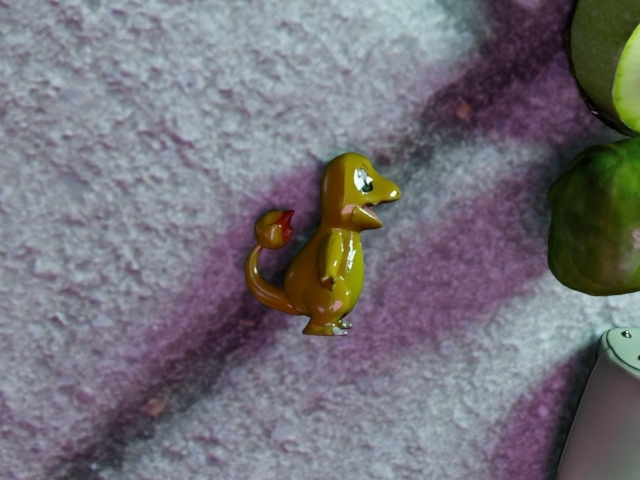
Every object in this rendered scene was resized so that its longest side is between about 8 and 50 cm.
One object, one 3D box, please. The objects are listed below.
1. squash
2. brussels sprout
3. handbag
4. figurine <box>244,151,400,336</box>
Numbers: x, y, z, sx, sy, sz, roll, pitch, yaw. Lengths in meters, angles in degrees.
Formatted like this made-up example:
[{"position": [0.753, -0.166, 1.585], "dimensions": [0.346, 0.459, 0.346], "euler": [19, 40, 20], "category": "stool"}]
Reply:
[{"position": [0.352, -0.186, 1.240], "dimensions": [0.220, 0.133, 0.220], "euler": [-8, 117, -16], "category": "squash"}, {"position": [0.291, -0.024, 1.255], "dimensions": [0.144, 0.180, 0.161], "euler": [17, 117, -12], "category": "brussels sprout"}, {"position": [0.369, 0.250, 1.424], "dimensions": [0.241, 0.109, 0.315], "euler": [4, 112, -9], "category": "handbag"}, {"position": [-0.003, -0.003, 1.249], "dimensions": [0.122, 0.121, 0.176], "euler": [20, 92, 8], "category": "figurine"}]
